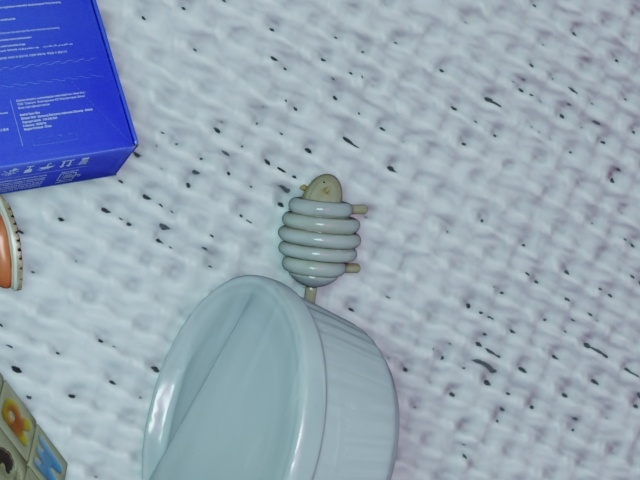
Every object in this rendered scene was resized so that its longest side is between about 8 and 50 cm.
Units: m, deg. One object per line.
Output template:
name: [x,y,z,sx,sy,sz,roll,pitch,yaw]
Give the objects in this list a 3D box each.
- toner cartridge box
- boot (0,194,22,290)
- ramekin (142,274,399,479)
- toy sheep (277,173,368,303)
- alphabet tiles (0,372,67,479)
toner cartridge box: [-0.346,-0.116,1.209,0.347,0.075,0.165,-11,75,-28]
boot: [-0.320,-0.021,1.279,0.084,0.059,0.158,-20,87,-18]
ramekin: [-0.042,0.175,1.279,0.127,0.273,0.273,17,82,-33]
toy sheep: [0.000,0.000,1.389,0.091,0.091,0.132,3,93,-22]
alphabet tiles: [-0.283,0.204,1.155,0.011,0.285,0.342,-21,122,13]
